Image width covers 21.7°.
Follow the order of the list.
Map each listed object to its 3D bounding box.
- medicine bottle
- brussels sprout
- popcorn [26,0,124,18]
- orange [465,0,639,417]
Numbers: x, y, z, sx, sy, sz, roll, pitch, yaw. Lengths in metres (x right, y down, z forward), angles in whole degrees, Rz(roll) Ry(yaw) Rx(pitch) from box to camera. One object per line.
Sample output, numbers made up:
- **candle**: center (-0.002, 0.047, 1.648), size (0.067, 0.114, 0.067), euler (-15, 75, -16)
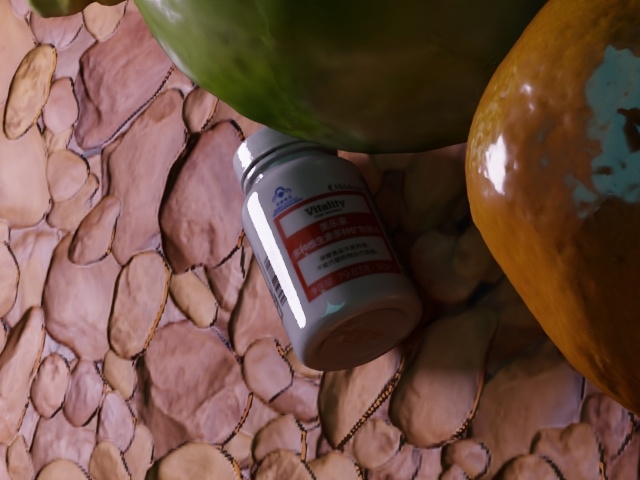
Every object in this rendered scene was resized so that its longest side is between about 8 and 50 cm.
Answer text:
- **medicine bottle**: center (0.000, 0.000, 0.982), size (0.079, 0.079, 0.140), euler (-39, 58, 26)
- **brussels sprout**: center (0.045, -0.207, 0.858), size (0.344, 0.268, 0.344), euler (-3, 78, 16)
- **popcorn**: center (-0.134, -0.267, 1.074), size (0.256, 0.195, 0.255), euler (-102, 26, -64)
- **orange**: center (0.185, -0.041, 0.738), size (0.249, 0.249, 0.183), euler (-55, 34, 15)
